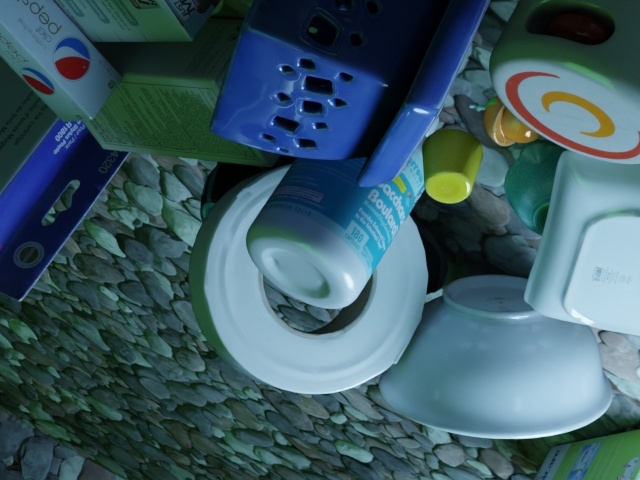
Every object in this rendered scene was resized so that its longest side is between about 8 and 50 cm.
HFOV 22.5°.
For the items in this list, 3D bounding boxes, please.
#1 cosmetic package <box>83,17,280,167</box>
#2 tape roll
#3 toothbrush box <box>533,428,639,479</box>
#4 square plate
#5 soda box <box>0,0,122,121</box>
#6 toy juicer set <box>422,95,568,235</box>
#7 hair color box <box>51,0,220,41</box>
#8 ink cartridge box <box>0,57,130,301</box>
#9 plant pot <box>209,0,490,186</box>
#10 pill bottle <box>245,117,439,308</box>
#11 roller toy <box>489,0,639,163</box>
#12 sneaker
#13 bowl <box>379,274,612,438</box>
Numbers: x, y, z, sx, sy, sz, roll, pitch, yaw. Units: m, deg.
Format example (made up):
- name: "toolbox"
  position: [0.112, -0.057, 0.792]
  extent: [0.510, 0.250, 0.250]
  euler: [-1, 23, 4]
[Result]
- name: "cosmetic package"
  position: [-0.182, -0.193, 2.041]
  extent: [0.309, 0.113, 0.160]
  euler: [10, 145, 40]
- name: "tape roll"
  position: [-0.015, 0.046, 1.969]
  extent: [0.286, 0.286, 0.100]
  euler: [39, 168, -12]
- name: "toothbrush box"
  position: [0.456, 0.385, 2.302]
  extent: [0.206, 0.122, 0.283]
  euler: [39, 153, -11]
- name: "square plate"
  position: [0.405, 0.035, 1.728]
  extent: [0.344, 0.049, 0.347]
  euler: [10, 152, 5]
- name: "soda box"
  position: [-0.340, -0.240, 1.925]
  extent: [0.069, 0.074, 0.216]
  euler: [1, 141, 48]
- name: "toy juicer set"
  position: [0.292, -0.072, 1.773]
  extent: [0.329, 0.089, 0.209]
  euler: [26, 136, -15]
- name: "hair color box"
  position: [-0.297, -0.340, 1.917]
  extent: [0.374, 0.113, 0.185]
  euler: [7, 145, 43]
- name: "ink cartridge box"
  position: [-0.469, -0.109, 2.261]
  extent: [0.330, 0.324, 0.071]
  euler: [20, 153, 24]
- name: "plant pot"
  position: [0.037, -0.206, 1.650]
  extent: [0.212, 0.236, 0.236]
  euler: [26, 154, -2]
- name: "pill bottle"
  position: [0.037, -0.062, 1.846]
  extent: [0.146, 0.264, 0.146]
  euler: [26, 154, 14]
- name: "roller toy"
  position: [0.271, -0.179, 1.519]
  extent: [0.191, 0.146, 0.209]
  euler: [32, 164, -11]
- name: "sneaker"
  position: [0.000, 0.000, 2.094]
  extent: [0.341, 0.140, 0.125]
  euler: [25, 129, 3]
- name: "bowl"
  position: [0.221, 0.127, 2.019]
  extent: [0.298, 0.298, 0.134]
  euler: [13, 113, 35]
